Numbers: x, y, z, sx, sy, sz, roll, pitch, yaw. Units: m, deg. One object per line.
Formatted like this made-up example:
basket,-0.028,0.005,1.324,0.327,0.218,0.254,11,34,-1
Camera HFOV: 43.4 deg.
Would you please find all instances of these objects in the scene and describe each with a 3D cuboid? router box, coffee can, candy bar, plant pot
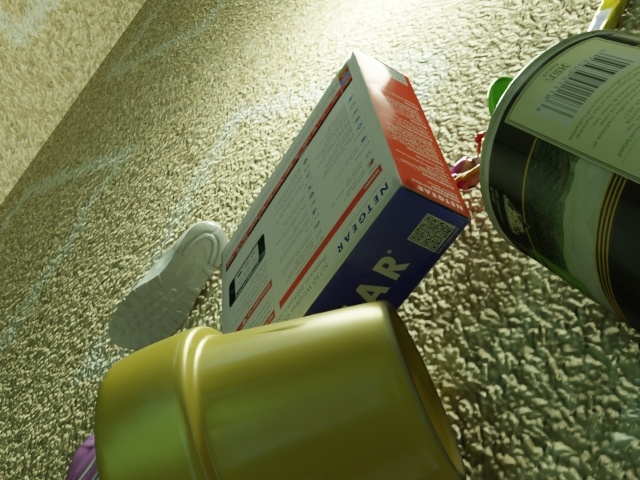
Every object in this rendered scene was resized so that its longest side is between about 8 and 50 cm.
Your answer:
router box,0.000,0.000,0.891,0.335,0.082,0.301,-54,25,28
coffee can,0.266,-0.025,0.555,0.201,0.201,0.275,-46,30,3
candy bar,0.340,-0.274,0.928,0.040,0.018,0.162,0,55,57
plant pot,-0.019,0.171,0.677,0.238,0.254,0.254,-24,35,9

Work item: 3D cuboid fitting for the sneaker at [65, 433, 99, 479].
sneaker,-0.225,0.238,0.989,0.282,0.102,0.161,-49,27,-1

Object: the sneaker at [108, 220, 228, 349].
sneaker,-0.228,0.067,1.221,0.235,0.090,0.095,-47,17,-5

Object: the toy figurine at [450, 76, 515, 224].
toy figurine,0.171,-0.084,0.857,0.159,0.130,0.173,-34,10,40
